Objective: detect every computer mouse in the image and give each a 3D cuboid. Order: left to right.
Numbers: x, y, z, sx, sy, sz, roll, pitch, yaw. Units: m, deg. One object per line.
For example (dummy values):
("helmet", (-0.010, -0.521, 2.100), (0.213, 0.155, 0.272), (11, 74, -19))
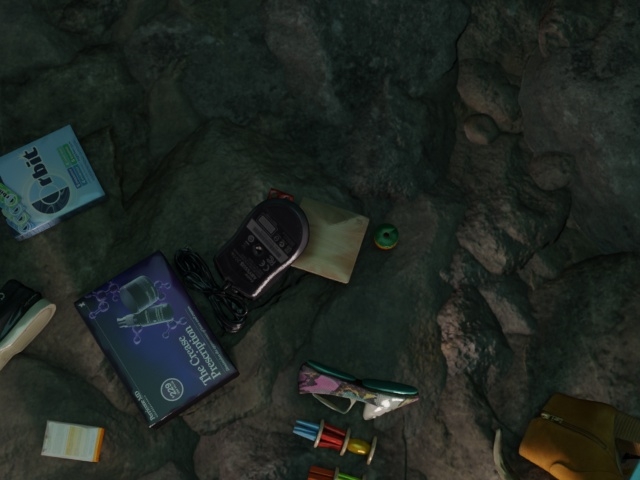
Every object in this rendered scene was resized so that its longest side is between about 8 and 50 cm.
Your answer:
("computer mouse", (-0.122, 0.021, 1.801), (0.272, 0.072, 0.188), (-40, 85, 22))

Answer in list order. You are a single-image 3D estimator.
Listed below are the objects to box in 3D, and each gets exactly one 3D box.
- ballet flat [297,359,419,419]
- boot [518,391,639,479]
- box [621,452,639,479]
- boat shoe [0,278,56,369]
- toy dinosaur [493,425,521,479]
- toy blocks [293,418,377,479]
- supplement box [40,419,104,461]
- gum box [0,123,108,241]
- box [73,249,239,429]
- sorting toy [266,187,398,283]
("ballet flat", (0.064, 0.278, 1.788), (0.221, 0.077, 0.079), (14, 95, 5))
("boot", (0.437, 0.405, 1.710), (0.211, 0.104, 0.295), (11, 52, 36))
("box", (0.567, 0.422, 1.760), (0.060, 0.100, 0.244), (32, 77, 5))
("boat shoe", (-0.626, 0.202, 1.736), (0.113, 0.127, 0.340), (41, 77, 8))
("toy dinosaur", (0.349, 0.477, 1.758), (0.118, 0.064, 0.268), (-29, 79, -23))
("toy blocks", (0.014, 0.387, 1.763), (0.148, 0.054, 0.123), (17, 76, 1))
("supplement box", (-0.439, 0.356, 1.755), (0.098, 0.036, 0.062), (9, 77, -1))
("gum box", (-0.517, -0.107, 1.856), (0.184, 0.041, 0.157), (-27, 80, -10))
("box", (-0.292, 0.179, 1.773), (0.184, 0.103, 0.261), (-33, 81, -7))
("sorting toy", (0.000, 0.000, 1.854), (0.274, 0.046, 0.132), (18, 77, 4))
